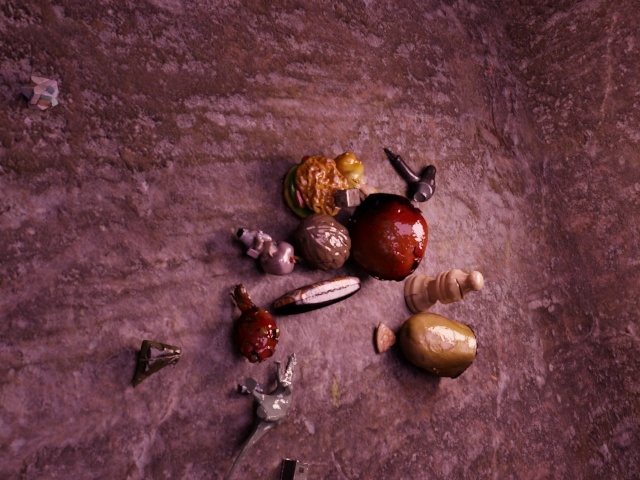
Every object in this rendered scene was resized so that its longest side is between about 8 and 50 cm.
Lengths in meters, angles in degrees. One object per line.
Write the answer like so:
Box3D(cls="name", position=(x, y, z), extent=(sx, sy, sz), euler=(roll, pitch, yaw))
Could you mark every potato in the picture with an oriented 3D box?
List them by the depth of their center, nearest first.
Box3D(cls="potato", position=(0.393, 0.361, 2.055), extent=(0.265, 0.229, 0.229), euler=(19, 61, -17))

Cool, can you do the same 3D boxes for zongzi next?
Box3D(cls="zongzi", position=(-0.410, 0.319, 1.475), extent=(0.109, 0.055, 0.119), euler=(21, 73, -35))

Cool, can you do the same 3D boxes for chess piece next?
Box3D(cls="chess piece", position=(0.448, 0.164, 2.083), extent=(0.124, 0.307, 0.139), euler=(55, 49, -11))

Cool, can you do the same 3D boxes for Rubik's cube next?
Box3D(cls="Rubik's cube", position=(-0.703, -0.363, 1.465), extent=(0.084, 0.075, 0.073), euler=(-8, 63, -27))

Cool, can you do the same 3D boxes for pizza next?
Box3D(cls="pizza", position=(0.215, 0.346, 2.011), extent=(0.100, 0.029, 0.099), euler=(43, 59, -16))

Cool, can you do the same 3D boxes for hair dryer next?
Box3D(cls="hair dryer", position=(0.366, -0.296, 2.351), extent=(0.271, 0.091, 0.236), euler=(44, 41, -14))

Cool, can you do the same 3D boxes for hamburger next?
Box3D(cls="hamburger", position=(-0.005, -0.180, 1.940), extent=(0.237, 0.149, 0.237), euler=(15, 64, -34))

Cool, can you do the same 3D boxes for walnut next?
Box3D(cls="walnut", position=(0.002, 0.000, 1.852), extent=(0.230, 0.178, 0.178), euler=(35, 50, -57))

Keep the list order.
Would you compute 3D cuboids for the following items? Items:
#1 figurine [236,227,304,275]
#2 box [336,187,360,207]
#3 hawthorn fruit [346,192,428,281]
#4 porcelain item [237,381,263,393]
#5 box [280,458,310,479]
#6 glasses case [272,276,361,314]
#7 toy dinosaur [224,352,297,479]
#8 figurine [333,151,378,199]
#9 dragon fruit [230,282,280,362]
Box3D(cls="figurine", position=(-0.154, 0.037, 1.756), extent=(0.229, 0.137, 0.112), euler=(34, 86, -22))
Box3D(cls="box", position=(0.090, -0.138, 1.896), extent=(0.098, 0.045, 0.062), euler=(-17, 102, -60))
Box3D(cls="hawthorn fruit", position=(0.233, -0.020, 1.991), extent=(0.315, 0.316, 0.316), euler=(16, 64, -35))
Box3D(cls="porcelain item", position=(-0.193, 0.414, 1.633), extent=(0.083, 0.028, 0.036), euler=(13, 30, -39))
Box3D(cls="box", position=(-0.070, 0.656, 1.623), extent=(0.060, 0.063, 0.085), euler=(29, 58, -30))
Box3D(cls="glasses case", position=(-0.006, 0.172, 1.822), extent=(0.321, 0.122, 0.082), euler=(-11, 83, -42))
Box3D(cls="toy dinosaur", position=(-0.152, 0.470, 1.584), extent=(0.205, 0.092, 0.393), euler=(63, 41, -59))
Box3D(cls="figurine", position=(0.127, -0.210, 2.084), extent=(0.246, 0.131, 0.156), euler=(43, 17, -18))
Box3D(cls="dragon fruit", position=(-0.195, 0.228, 1.654), extent=(0.246, 0.125, 0.125), euler=(61, 13, 22))
